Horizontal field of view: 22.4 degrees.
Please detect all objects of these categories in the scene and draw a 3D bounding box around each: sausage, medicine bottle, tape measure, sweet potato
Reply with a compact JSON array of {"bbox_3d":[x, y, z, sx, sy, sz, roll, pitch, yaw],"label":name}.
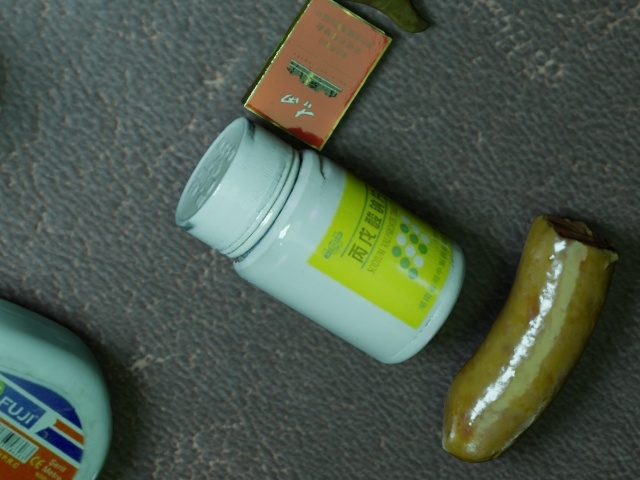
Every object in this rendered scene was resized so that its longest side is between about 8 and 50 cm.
[{"bbox_3d":[0.207,0.105,1.632,0.109,0.109,0.270,25,101,-16],"label":"sausage"},{"bbox_3d":[0.000,0.000,1.538,0.258,0.143,0.143,31,100,-17],"label":"medicine bottle"},{"bbox_3d":[-0.322,0.178,1.543,0.246,0.125,0.243,-47,126,2],"label":"tape measure"},{"bbox_3d":[0.002,-0.262,1.502,0.249,0.059,0.069,41,85,-23],"label":"sweet potato"}]

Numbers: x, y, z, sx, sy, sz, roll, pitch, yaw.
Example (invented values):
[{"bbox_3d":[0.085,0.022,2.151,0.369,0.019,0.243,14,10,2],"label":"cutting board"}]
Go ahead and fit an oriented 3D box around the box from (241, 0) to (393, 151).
[{"bbox_3d":[-0.003,-0.163,1.549,0.090,0.023,0.133,32,99,-15],"label":"box"}]
